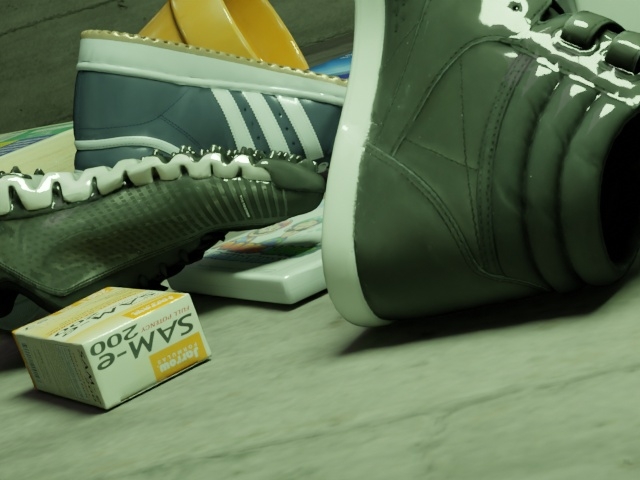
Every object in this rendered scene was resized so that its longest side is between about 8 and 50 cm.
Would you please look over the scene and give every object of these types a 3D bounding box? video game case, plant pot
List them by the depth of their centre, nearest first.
[{"bbox_3d":[0.000,0.000,0.774,0.143,0.019,0.157,-24,13,-28],"label":"video game case"},{"bbox_3d":[-0.135,-0.179,1.427,0.188,0.205,0.205,-32,8,16],"label":"plant pot"}]

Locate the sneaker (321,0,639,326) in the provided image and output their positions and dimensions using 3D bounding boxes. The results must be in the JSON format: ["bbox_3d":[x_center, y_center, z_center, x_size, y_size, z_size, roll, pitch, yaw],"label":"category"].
[{"bbox_3d":[0.092,-0.105,0.582,0.147,0.296,0.104,1,-11,28],"label":"sneaker"}]

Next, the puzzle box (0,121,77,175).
[{"bbox_3d":[-0.389,-0.028,1.149,0.272,0.052,0.409,-28,17,-39],"label":"puzzle box"}]

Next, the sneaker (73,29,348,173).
[{"bbox_3d":[-0.055,-0.057,0.982,0.282,0.153,0.099,10,-1,-21],"label":"sneaker"}]

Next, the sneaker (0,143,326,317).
[{"bbox_3d":[-0.109,0.003,0.745,0.234,0.106,0.078,-5,2,9],"label":"sneaker"}]

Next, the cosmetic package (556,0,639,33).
[{"bbox_3d":[0.196,-0.127,0.715,0.183,0.151,0.151,-20,7,-10],"label":"cosmetic package"}]

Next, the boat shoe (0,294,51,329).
[{"bbox_3d":[-0.215,0.011,0.892,0.076,0.083,0.226,-28,14,-34],"label":"boat shoe"}]

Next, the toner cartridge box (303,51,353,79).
[{"bbox_3d":[0.119,-0.142,1.107,0.165,0.075,0.348,-27,14,-31],"label":"toner cartridge box"}]

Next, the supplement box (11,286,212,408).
[{"bbox_3d":[-0.108,0.052,0.656,0.062,0.036,0.098,-26,14,-31],"label":"supplement box"}]
